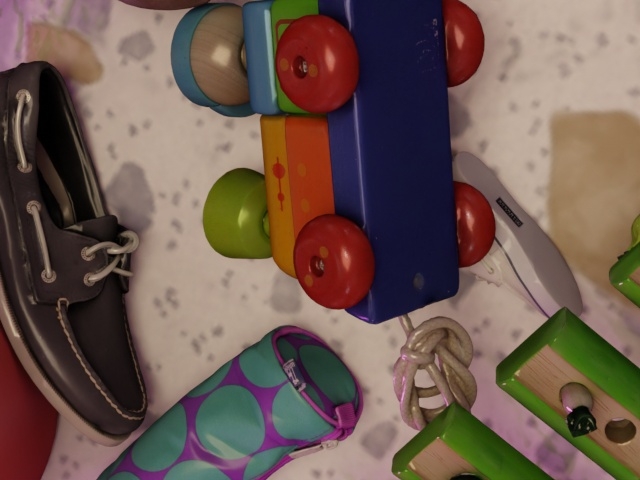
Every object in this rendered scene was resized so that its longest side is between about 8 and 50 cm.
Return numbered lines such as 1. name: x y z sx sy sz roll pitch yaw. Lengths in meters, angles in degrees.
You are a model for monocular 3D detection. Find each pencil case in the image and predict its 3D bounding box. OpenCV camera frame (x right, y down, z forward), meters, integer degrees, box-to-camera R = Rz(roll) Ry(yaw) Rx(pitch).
1. pencil case: -0.052 0.111 0.735 0.152 0.064 0.070 -41 59 16

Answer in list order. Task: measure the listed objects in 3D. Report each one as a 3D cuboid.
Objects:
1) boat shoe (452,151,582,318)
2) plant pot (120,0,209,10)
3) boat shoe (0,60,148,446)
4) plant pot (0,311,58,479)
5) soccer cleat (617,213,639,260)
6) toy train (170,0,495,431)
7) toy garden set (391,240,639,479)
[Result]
1. boat shoe: 0.088 0.005 0.705 0.100 0.035 0.035 51 125 3
2. plant pot: -0.087 -0.196 0.641 0.167 0.165 0.167 -6 68 16
3. boat shoe: -0.130 0.004 0.739 0.065 0.075 0.206 -25 85 19
4. plant pot: -0.267 0.097 0.697 0.275 0.243 0.274 2 97 14
5. soccer cleat: 0.206 0.058 0.667 0.072 0.060 0.179 -26 89 3
6. toy train: 0.000 0.000 0.689 0.143 0.105 0.248 8 107 45
7. toy garden set: 0.142 0.135 0.630 0.204 0.049 0.244 39 115 -12
